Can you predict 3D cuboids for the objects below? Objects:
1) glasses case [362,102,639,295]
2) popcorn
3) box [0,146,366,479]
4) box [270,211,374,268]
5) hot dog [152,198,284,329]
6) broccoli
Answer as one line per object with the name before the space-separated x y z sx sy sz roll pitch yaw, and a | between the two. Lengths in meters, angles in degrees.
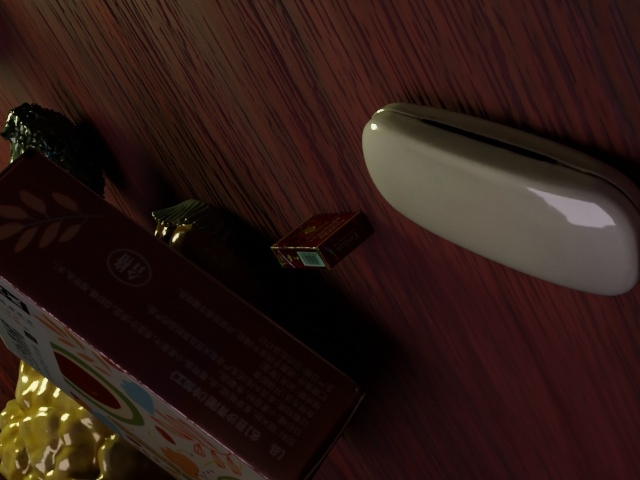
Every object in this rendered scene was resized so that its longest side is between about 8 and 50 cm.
glasses case | 0.103 -0.028 0.550 0.204 0.051 0.081 27 147 41
popcorn | -0.255 0.233 1.262 0.349 0.349 0.381 13 98 53
box | -0.165 0.129 0.951 0.385 0.122 0.344 35 156 8
box | 0.000 0.000 0.764 0.082 0.051 0.023 -2 123 59
hot dog | -0.109 0.070 1.014 0.163 0.082 0.270 26 147 45
broccoli | -0.341 -0.074 1.122 0.167 0.160 0.154 87 166 -68
